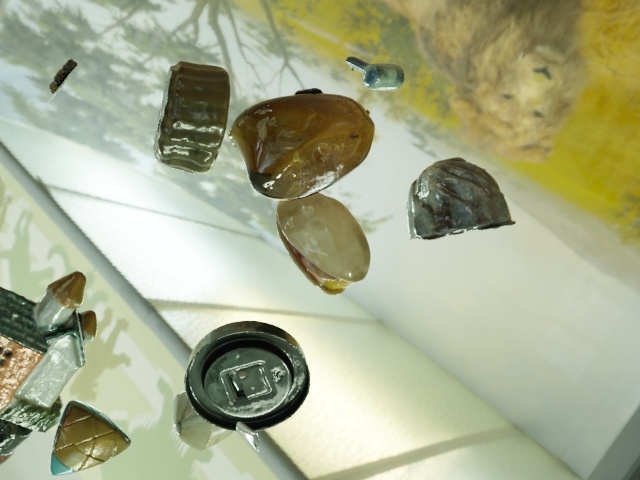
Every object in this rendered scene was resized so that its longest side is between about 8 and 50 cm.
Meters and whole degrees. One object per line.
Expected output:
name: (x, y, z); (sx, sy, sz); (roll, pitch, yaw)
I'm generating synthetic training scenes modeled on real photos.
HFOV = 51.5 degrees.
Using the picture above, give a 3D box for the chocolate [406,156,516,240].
chocolate: (0.376, -0.125, 1.859); (0.303, 0.213, 0.303); (-11, -176, 1)

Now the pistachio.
pistachio: (0.000, 0.000, 1.836); (0.309, 0.230, 0.230); (57, -168, 4)

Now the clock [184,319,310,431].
clock: (-0.184, 0.347, 1.690); (0.319, 0.319, 0.066); (27, -159, -18)

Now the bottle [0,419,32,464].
bottle: (-0.842, 0.506, 1.606); (0.144, 0.336, 0.144); (50, -168, -15)

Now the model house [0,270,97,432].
model house: (-0.512, 0.152, 1.170); (0.271, 0.301, 0.190); (38, -172, -33)

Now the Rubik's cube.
Rubik's cube: (-0.717, 0.609, 2.121); (0.254, 0.254, 0.254); (29, -171, -5)

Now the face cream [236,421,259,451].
face cream: (-0.143, 0.389, 1.326); (0.020, 0.038, 0.115); (-3, -178, -26)

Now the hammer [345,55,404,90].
hammer: (0.131, -0.456, 1.774); (0.116, 0.069, 0.194); (-8, -147, -34)

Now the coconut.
coconut: (-0.415, 0.615, 2.318); (0.241, 0.241, 0.241); (29, -171, -5)

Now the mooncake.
mooncake: (-0.343, -0.323, 1.743); (0.161, 0.290, 0.290); (9, -164, -19)

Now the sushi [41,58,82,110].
sushi: (-0.602, -0.369, 1.527); (0.026, 0.126, 0.120); (38, -156, -23)

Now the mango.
mango: (-0.024, -0.184, 1.272); (0.287, 0.201, 0.152); (-24, -139, -20)
